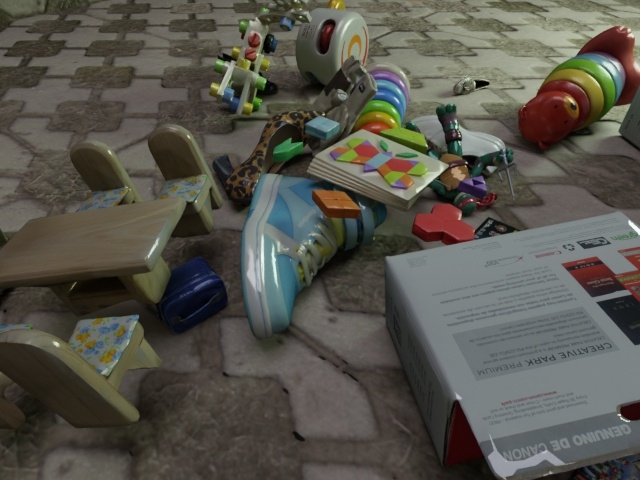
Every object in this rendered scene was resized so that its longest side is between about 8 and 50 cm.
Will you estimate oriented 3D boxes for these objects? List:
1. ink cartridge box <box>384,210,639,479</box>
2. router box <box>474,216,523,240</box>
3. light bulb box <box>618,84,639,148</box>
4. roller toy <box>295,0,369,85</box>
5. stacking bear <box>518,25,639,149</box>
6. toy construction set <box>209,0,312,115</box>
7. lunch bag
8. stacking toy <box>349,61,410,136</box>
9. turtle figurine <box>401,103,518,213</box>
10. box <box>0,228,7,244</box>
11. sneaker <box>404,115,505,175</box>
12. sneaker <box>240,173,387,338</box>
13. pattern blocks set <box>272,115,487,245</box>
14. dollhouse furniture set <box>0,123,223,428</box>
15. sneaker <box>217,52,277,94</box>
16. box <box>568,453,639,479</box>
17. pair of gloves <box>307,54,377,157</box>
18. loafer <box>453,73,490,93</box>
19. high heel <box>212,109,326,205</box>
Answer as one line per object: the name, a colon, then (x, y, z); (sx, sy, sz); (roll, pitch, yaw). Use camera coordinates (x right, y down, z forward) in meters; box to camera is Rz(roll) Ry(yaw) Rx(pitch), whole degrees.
ink cartridge box: (0.255, 0.117, 0.462); (0.310, 0.129, 0.271); (-10, 37, -4)
router box: (0.270, 0.023, 0.663); (0.092, 0.038, 0.122); (30, 50, 30)
light bulb box: (0.793, -0.267, 0.739); (0.226, 0.357, 0.360); (-7, 43, -4)
roller toy: (0.028, -0.520, 1.164); (0.146, 0.209, 0.191); (21, 52, 25)
stacking bear: (0.555, -0.312, 0.952); (0.289, 0.175, 0.164); (-36, 11, -20)
toy construction set: (-0.158, -0.457, 1.048); (0.151, 0.327, 0.215); (33, 0, -9)
lunch bag: (-0.181, 0.078, 0.590); (0.099, 0.067, 0.065); (-32, 49, -26)
stacking toy: (0.121, -0.242, 0.908); (0.141, 0.141, 0.330); (4, 47, 6)
turtle figurine: (0.237, -0.131, 0.780); (0.176, 0.118, 0.234); (-16, 60, -2)
box: (-0.663, -0.008, 0.726); (0.226, 0.036, 0.136); (19, 45, 24)
sneaker: (0.261, -0.190, 0.884); (0.212, 0.080, 0.094); (20, 58, 21)
sneaker: (0.000, 0.000, 0.632); (0.209, 0.127, 0.318); (-2, 42, 2)
pattern blocks set: (0.091, -0.114, 0.666); (0.325, 0.026, 0.285); (18, 42, 14)
dollhouse furniture set: (-0.370, -0.013, 0.500); (0.395, 0.256, 0.361); (-7, 41, 12)
sneaker: (-0.198, -0.458, 1.180); (0.170, 0.089, 0.051); (17, 45, 20)
box: (0.333, 0.225, 0.441); (0.137, 0.027, 0.094); (-34, 52, -32)
pair of gloves: (0.037, -0.282, 0.923); (0.042, 0.204, 0.240); (27, 28, -28)
loafer: (0.409, -0.420, 1.160); (0.125, 0.045, 0.039); (-28, 55, -30)
high heel: (-0.070, -0.160, 0.828); (0.261, 0.093, 0.186); (-31, 41, -8)
